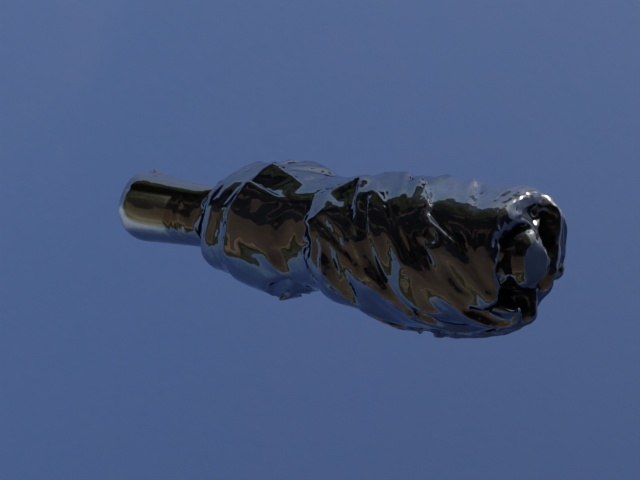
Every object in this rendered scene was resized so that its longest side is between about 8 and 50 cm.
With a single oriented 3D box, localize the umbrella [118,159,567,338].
[{"bbox_3d":[-0.006,0.002,0.731,0.248,0.071,0.071,5,-107,46],"label":"umbrella"}]
